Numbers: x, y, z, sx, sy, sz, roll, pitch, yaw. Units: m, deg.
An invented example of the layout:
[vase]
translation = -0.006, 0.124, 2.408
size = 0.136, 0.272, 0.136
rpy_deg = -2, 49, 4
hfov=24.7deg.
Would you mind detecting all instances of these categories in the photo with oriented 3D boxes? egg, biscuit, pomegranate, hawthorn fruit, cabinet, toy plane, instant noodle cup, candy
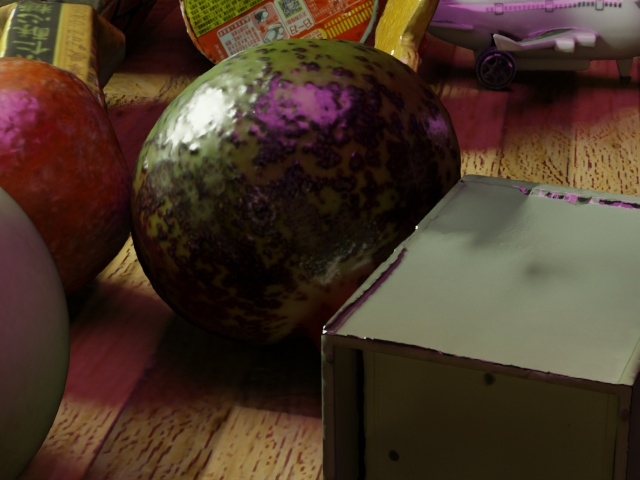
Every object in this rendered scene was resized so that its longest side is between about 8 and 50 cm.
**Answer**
[egg]
translation = -0.221, 0.045, 0.728
size = 0.186, 0.186, 0.253
rpy_deg = -9, 25, -24
[biscuit]
translation = 0.077, -0.190, 1.316
size = 0.035, 0.158, 0.240
rpy_deg = 18, 54, -11
[pomegranate]
translation = 0.000, 0.000, 0.894
size = 0.214, 0.214, 0.248
rpy_deg = -14, 68, -33
[hawthorn fruit]
translation = -0.210, -0.034, 0.928
size = 0.173, 0.173, 0.173
rpy_deg = 3, 25, -1
[cabinet]
translation = 0.106, 0.078, 0.744
size = 0.145, 0.150, 0.206
rpy_deg = 9, 26, 22
[toy plane]
translation = 0.216, -0.205, 1.428
size = 0.255, 0.101, 0.251
rpy_deg = 8, 25, 0
[instant noodle cup]
translation = -0.055, -0.261, 1.438
size = 0.193, 0.193, 0.212
rpy_deg = -1, 18, -10
[candy]
translation = -0.227, -0.113, 1.179
size = 0.143, 0.101, 0.271
rpy_deg = 5, 31, -10

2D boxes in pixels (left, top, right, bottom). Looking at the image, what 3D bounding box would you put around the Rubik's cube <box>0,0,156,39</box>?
[Rubik's cube]
translation = -0.279, -0.319, 1.405
size = 0.319, 0.264, 0.319
rpy_deg = 2, 26, -1
